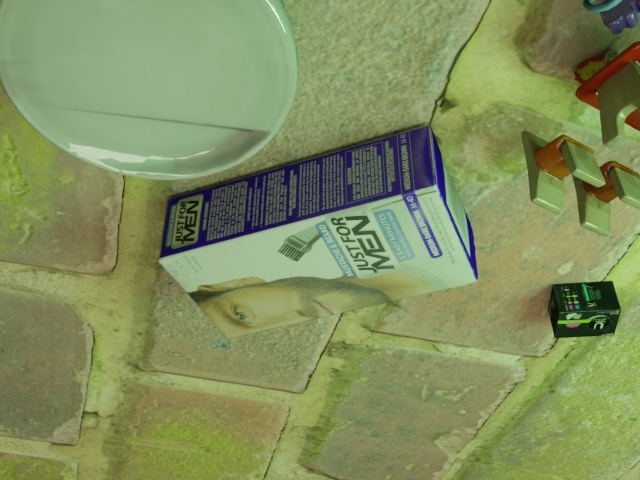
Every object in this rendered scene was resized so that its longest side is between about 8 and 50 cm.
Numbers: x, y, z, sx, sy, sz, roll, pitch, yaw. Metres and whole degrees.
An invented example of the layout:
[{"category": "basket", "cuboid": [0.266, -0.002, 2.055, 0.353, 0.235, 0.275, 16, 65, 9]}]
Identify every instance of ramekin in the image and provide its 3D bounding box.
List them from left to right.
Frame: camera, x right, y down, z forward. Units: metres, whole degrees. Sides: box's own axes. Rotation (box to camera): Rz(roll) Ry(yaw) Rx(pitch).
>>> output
[{"category": "ramekin", "cuboid": [-0.154, -0.192, 0.789, 0.273, 0.127, 0.273, 0, 138, 0]}]

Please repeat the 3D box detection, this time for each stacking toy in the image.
[{"category": "stacking toy", "cuboid": [0.328, -0.239, 0.794, 0.221, 0.052, 0.167, -21, 136, 20]}]

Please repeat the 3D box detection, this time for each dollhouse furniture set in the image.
[{"category": "dollhouse furniture set", "cuboid": [0.370, -0.120, 0.840, 0.259, 0.135, 0.262, 20, 141, -28]}]

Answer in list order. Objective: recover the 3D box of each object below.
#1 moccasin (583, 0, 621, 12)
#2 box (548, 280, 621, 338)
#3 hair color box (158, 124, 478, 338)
[{"category": "moccasin", "cuboid": [0.201, -0.240, 0.629, 0.342, 0.117, 0.138, 6, 146, -25]}, {"category": "box", "cuboid": [0.363, 0.096, 1.171, 0.083, 0.052, 0.062, -4, 138, 4]}, {"category": "hair color box", "cuboid": [0.000, 0.000, 1.025, 0.339, 0.110, 0.185, -14, 138, 18]}]
